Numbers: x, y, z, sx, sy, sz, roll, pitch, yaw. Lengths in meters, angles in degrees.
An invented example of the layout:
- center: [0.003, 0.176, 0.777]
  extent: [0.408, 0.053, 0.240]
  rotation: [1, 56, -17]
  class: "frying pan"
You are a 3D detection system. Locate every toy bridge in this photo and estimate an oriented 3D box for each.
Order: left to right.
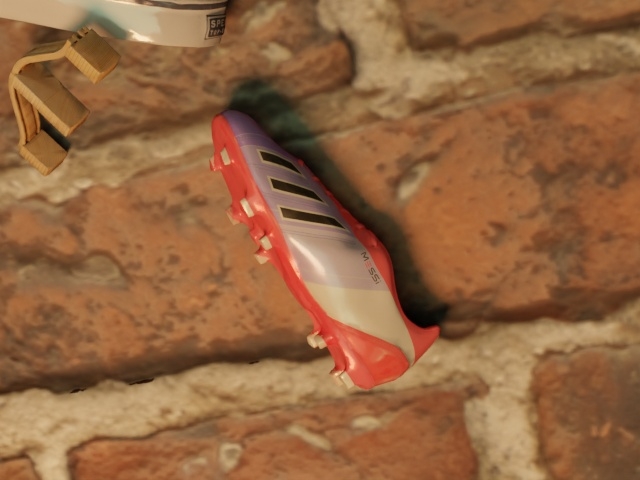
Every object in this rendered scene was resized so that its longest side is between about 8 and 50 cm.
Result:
- center: [-0.204, -0.109, 0.951]
  extent: [0.063, 0.026, 0.188]
  rotation: [44, 148, -4]
  class: "toy bridge"

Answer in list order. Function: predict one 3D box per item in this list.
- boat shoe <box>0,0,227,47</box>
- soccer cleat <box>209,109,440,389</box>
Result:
- center: [-0.242, -0.246, 0.921]
  extent: [0.367, 0.136, 0.156]
  rotation: [10, 107, 3]
  class: "boat shoe"
- center: [0.000, 0.000, 0.987]
  extent: [0.095, 0.083, 0.248]
  rotation: [-31, 94, -14]
  class: "soccer cleat"
